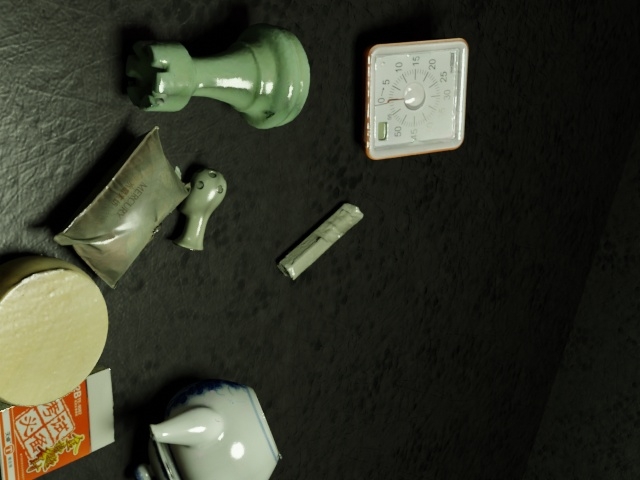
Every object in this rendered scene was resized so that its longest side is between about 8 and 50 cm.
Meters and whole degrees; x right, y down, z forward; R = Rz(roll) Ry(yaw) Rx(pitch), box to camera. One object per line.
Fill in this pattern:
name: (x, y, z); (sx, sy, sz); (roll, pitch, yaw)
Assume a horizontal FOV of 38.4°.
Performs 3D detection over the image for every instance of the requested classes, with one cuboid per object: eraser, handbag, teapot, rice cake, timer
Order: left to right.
eraser: (-0.471, 0.327, 1.626); (0.230, 0.038, 0.157); (-19, 117, -45)
handbag: (-0.331, -0.050, 1.601); (0.270, 0.117, 0.182); (-55, 146, -23)
teapot: (-0.233, 0.411, 1.805); (0.280, 0.252, 0.424); (-23, 153, -6)
rice cake: (0.000, 0.000, 2.055); (0.256, 0.057, 0.052); (-42, 134, -32)
timer: (0.190, -0.329, 2.089); (0.250, 0.161, 0.257); (-17, 117, -36)

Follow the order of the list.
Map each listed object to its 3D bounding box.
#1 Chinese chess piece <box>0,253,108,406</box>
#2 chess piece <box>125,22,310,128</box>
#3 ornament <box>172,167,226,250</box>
Chinese chess piece: (-0.473, 0.148, 1.513); (0.251, 0.097, 0.250); (-20, 118, -44)
chess piece: (-0.189, -0.292, 1.638); (0.299, 0.195, 0.194); (-8, 110, -39)
ornament: (-0.232, -0.063, 1.746); (0.075, 0.081, 0.156); (-23, 131, -84)
